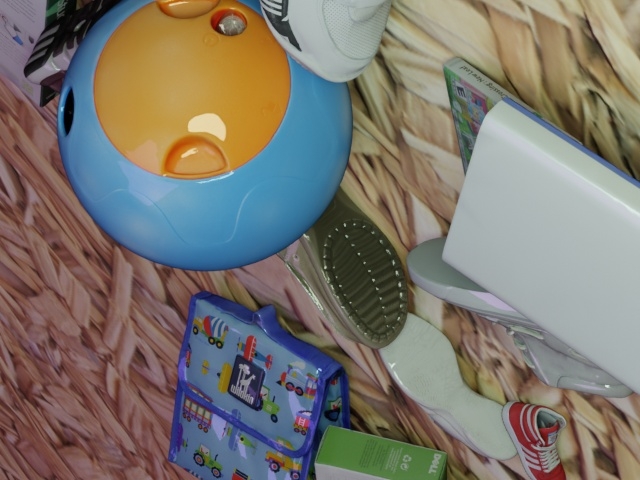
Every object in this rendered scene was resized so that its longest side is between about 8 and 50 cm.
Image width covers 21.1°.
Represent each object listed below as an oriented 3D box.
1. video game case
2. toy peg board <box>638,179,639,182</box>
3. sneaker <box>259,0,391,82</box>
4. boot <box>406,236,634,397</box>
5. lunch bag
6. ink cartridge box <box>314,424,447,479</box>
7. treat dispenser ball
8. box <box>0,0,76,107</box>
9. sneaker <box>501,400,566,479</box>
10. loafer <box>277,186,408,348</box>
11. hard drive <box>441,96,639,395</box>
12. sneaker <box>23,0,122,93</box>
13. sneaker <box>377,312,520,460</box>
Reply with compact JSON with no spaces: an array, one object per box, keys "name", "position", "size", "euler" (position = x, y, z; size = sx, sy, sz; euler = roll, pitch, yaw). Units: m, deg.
[{"name":"video game case","position":[0.188,-0.043,1.585],"size":[0.193,0.023,0.212],"euler":[43,156,47]},{"name":"toy peg board","position":[0.311,0.034,1.527],"size":[0.161,0.079,0.160],"euler":[44,150,5]},{"name":"sneaker","position":[0.061,-0.253,1.439],"size":[0.210,0.137,0.366],"euler":[32,144,29]},{"name":"boot","position":[0.200,0.083,1.709],"size":[0.258,0.095,0.123],"euler":[19,133,38]},{"name":"lunch bag","position":[-0.069,0.199,2.199],"size":[0.221,0.138,0.293],"euler":[29,133,28]},{"name":"ink cartridge box","position":[0.101,0.303,2.109],"size":[0.209,0.062,0.109],"euler":[11,140,14]},{"name":"treat dispenser ball","position":[-0.112,-0.114,1.678],"size":[0.288,0.288,0.288],"euler":[32,147,24]},{"name":"box","position":[-0.384,-0.327,2.007],"size":[0.232,0.058,0.322],"euler":[40,151,12]},{"name":"sneaker","position":[0.248,0.227,1.877],"size":[0.067,0.042,0.118],"euler":[-6,119,58]},{"name":"loafer","position":[0.000,0.000,1.875],"size":[0.268,0.102,0.092],"euler":[59,151,-3]},{"name":"hard drive","position":[0.259,0.035,1.469],"size":[0.318,0.040,0.210],"euler":[35,147,17]},{"name":"sneaker","position":[-0.194,-0.200,1.901],"size":[0.162,0.106,0.281],"euler":[38,150,-27]},{"name":"sneaker","position":[0.132,0.171,1.935],"size":[0.212,0.080,0.094],"euler":[47,162,-3]}]
